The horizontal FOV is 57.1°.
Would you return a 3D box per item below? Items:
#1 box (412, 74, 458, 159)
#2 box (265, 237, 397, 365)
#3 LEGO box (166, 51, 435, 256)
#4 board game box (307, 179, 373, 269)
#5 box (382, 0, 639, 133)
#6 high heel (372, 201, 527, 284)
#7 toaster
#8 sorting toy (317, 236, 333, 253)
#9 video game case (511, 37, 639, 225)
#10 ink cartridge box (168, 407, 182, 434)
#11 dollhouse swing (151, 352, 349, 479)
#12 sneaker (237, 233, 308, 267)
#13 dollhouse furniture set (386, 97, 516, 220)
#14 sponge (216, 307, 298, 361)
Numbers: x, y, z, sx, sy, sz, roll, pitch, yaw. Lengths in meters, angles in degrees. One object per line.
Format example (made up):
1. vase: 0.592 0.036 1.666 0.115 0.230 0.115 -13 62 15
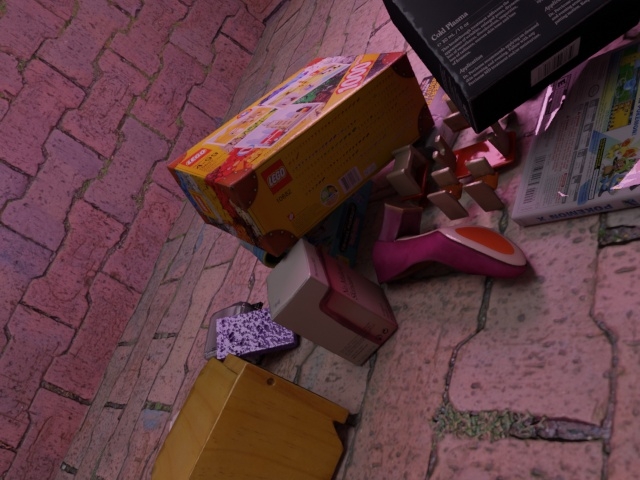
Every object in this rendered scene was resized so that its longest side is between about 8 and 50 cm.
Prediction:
1. box: 0.276 -0.303 1.424 0.231 0.056 0.183 -63 25 -9
2. box: 0.020 0.126 1.204 0.127 0.232 0.148 -49 27 19
3. LEGO box: -0.050 -0.221 1.369 0.500 0.193 0.372 -41 31 -19
4. board game box: 0.000 0.000 1.561 0.254 0.079 0.336 -27 40 48
5. box: 0.329 -0.430 1.047 0.343 0.179 0.312 -34 72 12
6. high heel: 0.230 0.051 1.110 0.377 0.127 0.181 -147 59 -60
7. toaster: -0.228 0.267 1.626 0.227 0.129 0.146 -26 44 43
8. sorting toy: 0.002 0.024 1.425 0.083 0.012 0.062 -60 26 -3
9. video game case: 0.476 -0.190 0.962 0.300 0.036 0.329 -13 50 57
10. ink cartridge box: -0.257 0.466 1.463 0.283 0.117 0.207 -46 28 24
11. dollhouse swing: -0.163 0.442 1.224 0.346 0.315 0.305 -65 4 -13
12. sneaker: -0.054 -0.054 1.509 0.319 0.127 0.208 -46 42 3
13. dollhouse furniture set: 0.281 -0.157 1.218 0.259 0.135 0.262 -15 48 41
14. sponge: -0.164 0.235 1.504 0.210 0.031 0.117 -14 55 11
